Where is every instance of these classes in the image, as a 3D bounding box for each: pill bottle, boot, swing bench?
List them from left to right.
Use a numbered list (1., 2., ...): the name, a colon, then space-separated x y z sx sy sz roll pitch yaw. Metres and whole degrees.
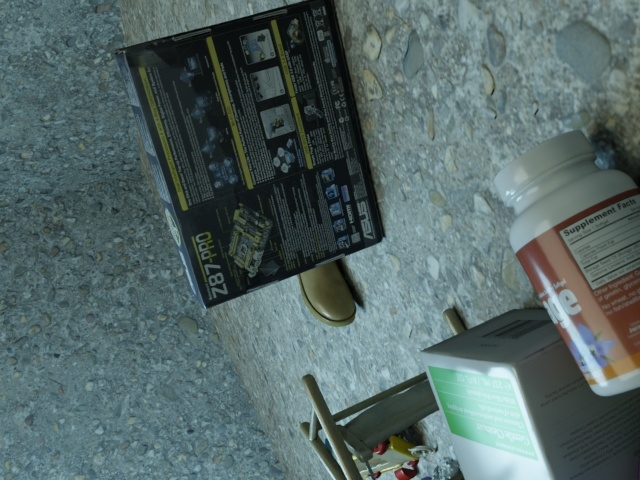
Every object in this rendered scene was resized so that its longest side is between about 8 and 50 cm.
1. boot: 0.000 0.000 1.317 0.236 0.089 0.270 55 155 33
2. swing bench: 0.138 0.273 0.982 0.255 0.253 0.165 55 157 35
3. pill bottle: 0.245 0.017 0.635 0.216 0.121 0.121 64 160 15

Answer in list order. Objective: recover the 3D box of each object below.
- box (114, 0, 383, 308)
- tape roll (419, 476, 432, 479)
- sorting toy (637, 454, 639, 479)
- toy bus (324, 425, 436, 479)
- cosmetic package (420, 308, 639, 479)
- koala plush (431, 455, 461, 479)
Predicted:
1. box: -0.093 -0.133 1.085 0.097 0.318 0.395 27 135 62
2. tape roll: 0.208 0.548 1.335 0.189 0.080 0.189 52 154 40
3. sorting toy: 0.374 0.158 0.520 0.365 0.127 0.126 158 120 -73
4. toy bus: 0.112 0.383 1.372 0.191 0.202 0.104 84 -173 -53
5. cosmetic package: 0.270 0.268 0.776 0.197 0.155 0.366 -17 92 69
6. koala plush: 0.222 0.440 1.103 0.221 0.203 0.196 58 -170 -80
